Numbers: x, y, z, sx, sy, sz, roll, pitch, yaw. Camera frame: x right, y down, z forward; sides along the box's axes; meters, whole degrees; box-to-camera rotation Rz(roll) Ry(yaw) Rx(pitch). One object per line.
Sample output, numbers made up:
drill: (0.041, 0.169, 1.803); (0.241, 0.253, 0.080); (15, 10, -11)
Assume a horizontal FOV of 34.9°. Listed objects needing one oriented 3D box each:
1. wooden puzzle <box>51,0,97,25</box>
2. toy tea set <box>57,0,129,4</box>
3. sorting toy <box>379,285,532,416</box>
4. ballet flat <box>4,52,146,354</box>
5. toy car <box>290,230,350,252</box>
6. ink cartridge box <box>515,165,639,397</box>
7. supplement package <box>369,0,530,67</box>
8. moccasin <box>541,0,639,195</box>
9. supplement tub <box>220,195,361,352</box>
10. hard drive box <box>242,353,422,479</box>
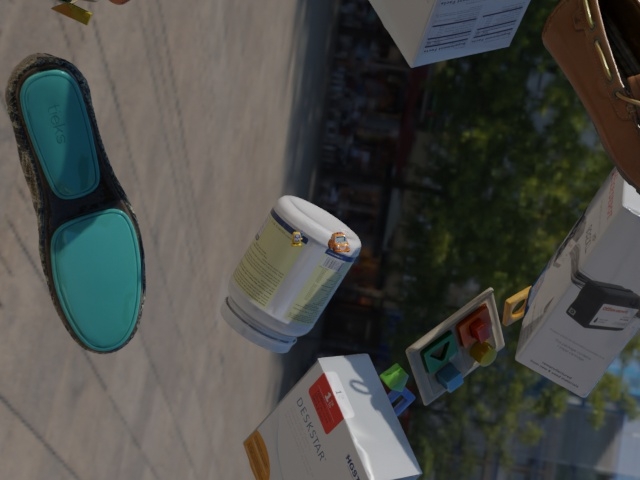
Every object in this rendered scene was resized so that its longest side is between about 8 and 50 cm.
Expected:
wooden puzzle: (-0.296, -0.321, 1.209); (0.014, 0.079, 0.116); (-83, -171, -66)
toy tea set: (-0.519, -0.630, 2.257); (0.336, 0.124, 0.200); (-15, 79, -48)
sorting toy: (0.240, 0.188, 1.718); (0.047, 0.348, 0.196); (45, -15, 37)
ballet flat: (-0.391, -0.063, 1.632); (0.182, 0.164, 0.482); (-150, -134, -65)
toy car: (0.000, 0.000, 2.071); (0.060, 0.122, 0.040); (-92, -176, -74)
ink cartridge box: (0.433, 0.046, 1.541); (0.307, 0.129, 0.223); (-62, 177, 32)
supplement package: (0.214, -0.448, 1.603); (0.199, 0.198, 0.262); (63, -25, 27)
moccasin: (0.411, -0.172, 1.223); (0.147, 0.139, 0.380); (118, -40, -50)
supplement tub: (-0.076, 0.082, 2.443); (0.325, 0.235, 0.235); (-58, -178, 12)
hard drive box: (0.009, 0.288, 1.358); (0.232, 0.089, 0.181); (-52, -129, 39)
